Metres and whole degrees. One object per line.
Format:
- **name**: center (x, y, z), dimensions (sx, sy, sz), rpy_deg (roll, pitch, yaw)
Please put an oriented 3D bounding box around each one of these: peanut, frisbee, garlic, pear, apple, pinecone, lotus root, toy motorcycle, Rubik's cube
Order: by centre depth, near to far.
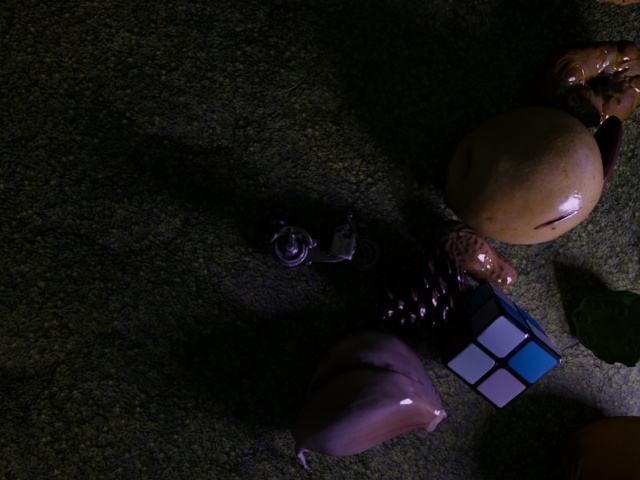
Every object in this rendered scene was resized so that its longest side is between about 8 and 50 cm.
- **toy motorcycle**: center (0.000, 0.000, 0.986), dimensions (0.276, 0.205, 0.127), rpy_deg (1, 86, -5)
- **garlic**: center (0.068, 0.331, 1.015), dimensions (0.340, 0.231, 0.245), rpy_deg (-25, 136, 5)
- **Rubik's cube**: center (0.377, 0.224, 1.024), dimensions (0.167, 0.183, 0.180), rpy_deg (39, 106, -7)
- **pear**: center (0.436, -0.142, 1.025), dimensions (0.310, 0.309, 0.308), rpy_deg (1, 87, -10)
- **pinecone**: center (0.227, 0.110, 1.036), dimensions (0.205, 0.184, 0.179), rpy_deg (-17, 104, 19)
- **apple**: center (0.718, 0.585, 1.040), dimensions (0.375, 0.374, 0.383), rpy_deg (-10, 128, -10)
- **frisbee**: center (0.636, -0.165, 1.086), dimensions (0.021, 0.251, 0.250), rpy_deg (18, 84, 12)
- **peanut**: center (0.363, 0.038, 1.094), dimensions (0.226, 0.108, 0.095), rpy_deg (39, 90, -8)
- **lotus root**: center (0.745, 0.192, 1.138), dimensions (0.186, 0.186, 0.186), rpy_deg (1, 87, -10)

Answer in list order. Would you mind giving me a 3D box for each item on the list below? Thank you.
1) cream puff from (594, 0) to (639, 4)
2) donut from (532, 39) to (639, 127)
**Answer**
- **cream puff**: center (0.770, -0.686, 1.193), dimensions (0.189, 0.129, 0.188), rpy_deg (2, 83, -19)
- **donut**: center (0.664, -0.380, 1.157), dimensions (0.262, 0.128, 0.208), rpy_deg (-8, 90, -10)
